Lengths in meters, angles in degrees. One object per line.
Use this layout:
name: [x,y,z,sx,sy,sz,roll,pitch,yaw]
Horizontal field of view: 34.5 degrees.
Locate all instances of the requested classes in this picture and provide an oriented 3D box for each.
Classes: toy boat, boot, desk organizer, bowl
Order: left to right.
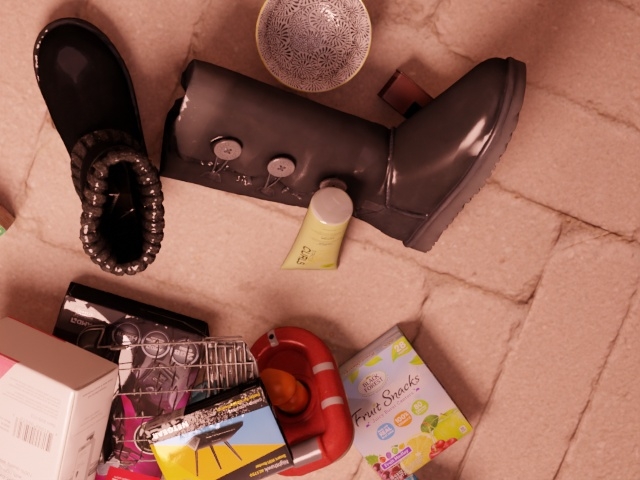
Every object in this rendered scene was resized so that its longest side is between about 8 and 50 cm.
boot: [-0.305,-0.139,1.430,0.131,0.260,0.348,-21,105,-3]
toy boat: [-0.048,0.233,1.567,0.151,0.231,0.151,-24,145,10]
bowl: [-0.014,-0.307,1.528,0.170,0.080,0.170,-2,103,-7]
boot: [0.019,-0.173,1.468,0.445,0.146,0.367,19,131,-10]
desk organizer: [0.154,-0.203,1.593,0.130,0.047,0.050,38,97,-14]

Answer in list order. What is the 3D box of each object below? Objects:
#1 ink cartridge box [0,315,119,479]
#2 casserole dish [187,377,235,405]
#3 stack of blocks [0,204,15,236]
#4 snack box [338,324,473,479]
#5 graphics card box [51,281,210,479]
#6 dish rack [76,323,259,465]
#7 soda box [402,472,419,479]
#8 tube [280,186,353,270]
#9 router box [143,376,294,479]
ink cartridge box: [-0.424,0.280,1.460,0.207,0.117,0.283,21,108,17]
casserole dish: [-0.144,0.311,1.671,0.114,0.037,0.188,-36,104,0]
stack of blocks: [-0.593,0.046,1.519,0.297,0.087,0.171,-43,105,3]
snack box: [0.118,0.273,1.683,0.174,0.070,0.207,-37,103,2]
graphics card box: [-0.337,0.273,1.606,0.232,0.094,0.371,19,98,-11]
dish rack: [-0.222,0.229,1.514,0.271,0.074,0.208,-2,104,-1]
soda box: [0.184,0.482,1.709,0.071,0.067,0.210,-36,123,2]
tube: [0.000,0.000,1.540,0.070,0.240,0.062,39,66,8]
router box: [-0.143,0.289,1.469,0.178,0.046,0.133,-22,103,2]
